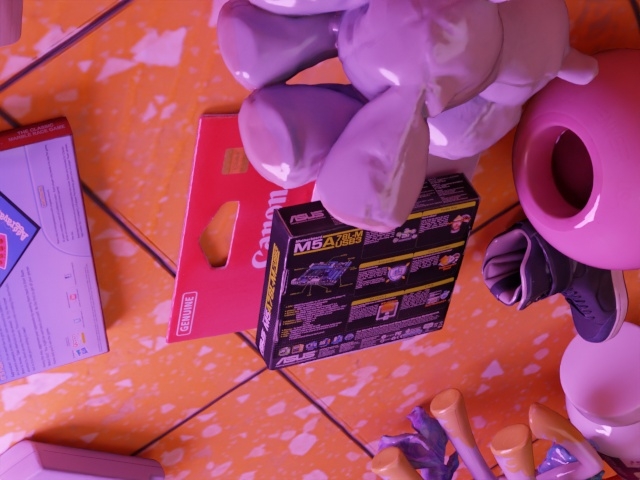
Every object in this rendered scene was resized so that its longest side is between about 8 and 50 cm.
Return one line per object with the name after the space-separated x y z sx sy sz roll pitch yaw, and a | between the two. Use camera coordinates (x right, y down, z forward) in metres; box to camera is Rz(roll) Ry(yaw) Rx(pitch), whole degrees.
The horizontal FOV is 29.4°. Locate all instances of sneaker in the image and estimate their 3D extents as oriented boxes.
0.256 0.051 1.341 0.163 0.086 0.226 -27 133 -19 | sneaker

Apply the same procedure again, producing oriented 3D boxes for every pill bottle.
0.414 0.215 1.563 0.169 0.169 0.301 -37 141 10 | pill bottle

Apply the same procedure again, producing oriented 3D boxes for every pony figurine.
0.229 0.346 1.504 0.351 0.302 0.363 -18 124 40 | pony figurine

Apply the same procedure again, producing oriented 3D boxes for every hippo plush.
0.078 -0.170 0.957 0.236 0.234 0.294 -22 154 -51 | hippo plush

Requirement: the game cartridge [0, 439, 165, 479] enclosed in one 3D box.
-0.327 0.328 1.328 0.196 0.060 0.294 17 123 -46 | game cartridge

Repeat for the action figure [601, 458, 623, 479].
0.503 0.353 1.831 0.280 0.091 0.139 -10 131 -21 | action figure

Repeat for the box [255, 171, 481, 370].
0.040 0.031 1.131 0.191 0.045 0.184 -12 136 -20 | box

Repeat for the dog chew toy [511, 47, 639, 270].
0.347 -0.088 1.179 0.332 0.206 0.206 -11 138 -33 | dog chew toy

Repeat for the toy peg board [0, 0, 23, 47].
-0.279 -0.198 0.782 0.161 0.079 0.161 -21 144 -35 | toy peg board

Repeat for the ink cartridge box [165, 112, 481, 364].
0.000 0.000 1.160 0.261 0.066 0.296 -10 137 -24 | ink cartridge box

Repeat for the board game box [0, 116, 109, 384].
-0.268 0.022 1.050 0.145 0.027 0.281 -17 140 -17 | board game box
